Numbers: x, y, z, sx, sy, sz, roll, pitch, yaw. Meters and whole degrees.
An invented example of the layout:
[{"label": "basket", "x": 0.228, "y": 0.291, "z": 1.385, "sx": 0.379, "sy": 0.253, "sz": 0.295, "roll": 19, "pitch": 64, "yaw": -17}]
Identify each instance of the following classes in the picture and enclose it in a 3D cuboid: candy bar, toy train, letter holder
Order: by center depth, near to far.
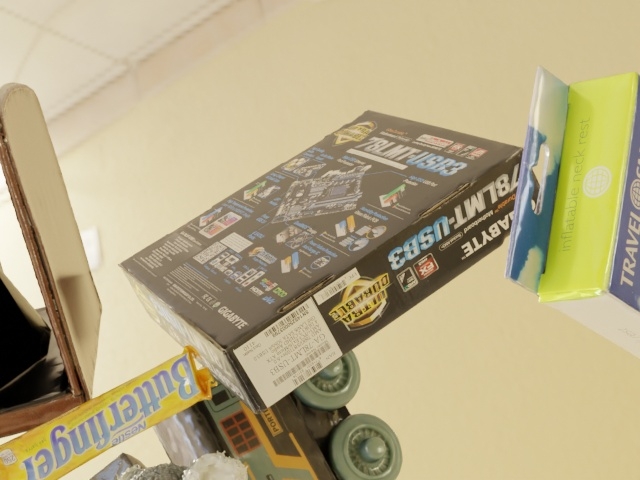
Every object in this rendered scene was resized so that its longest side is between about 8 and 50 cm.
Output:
[{"label": "candy bar", "x": -0.132, "y": 0.111, "z": 0.807, "sx": 0.161, "sy": 0.040, "sz": 0.018, "roll": -26, "pitch": 180, "yaw": -33}, {"label": "letter holder", "x": -0.262, "y": 0.005, "z": 0.974, "sx": 0.152, "sy": 0.214, "sz": 0.302, "roll": -14, "pitch": -169, "yaw": -5}, {"label": "toy train", "x": -0.020, "y": 0.235, "z": 1.260, "sx": 0.190, "sy": 0.334, "sz": 0.142, "roll": -24, "pitch": 172, "yaw": -33}]

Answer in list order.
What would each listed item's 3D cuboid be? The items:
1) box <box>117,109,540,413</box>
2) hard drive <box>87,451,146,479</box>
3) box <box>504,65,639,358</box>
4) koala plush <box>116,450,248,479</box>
[{"label": "box", "x": 0.000, "y": 0.000, "z": 1.155, "sx": 0.293, "sy": 0.073, "sz": 0.295, "roll": -32, "pitch": -157, "yaw": -15}, {"label": "hard drive", "x": -0.191, "y": 0.372, "z": 1.424, "sx": 0.172, "sy": 0.255, "sz": 0.054, "roll": -40, "pitch": 160, "yaw": 23}, {"label": "box", "x": 0.160, "y": 0.000, "z": 0.626, "sx": 0.042, "sy": 0.109, "sz": 0.178, "roll": -8, "pitch": 153, "yaw": 43}, {"label": "koala plush", "x": -0.113, "y": 0.272, "z": 1.009, "sx": 0.203, "sy": 0.221, "sz": 0.196, "roll": 9, "pitch": 160, "yaw": -29}]
